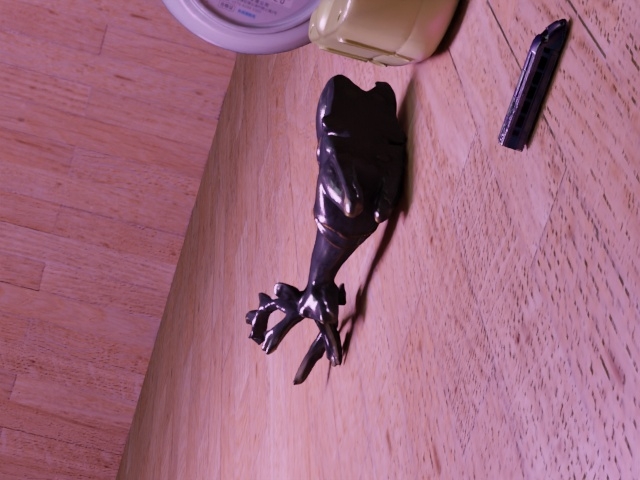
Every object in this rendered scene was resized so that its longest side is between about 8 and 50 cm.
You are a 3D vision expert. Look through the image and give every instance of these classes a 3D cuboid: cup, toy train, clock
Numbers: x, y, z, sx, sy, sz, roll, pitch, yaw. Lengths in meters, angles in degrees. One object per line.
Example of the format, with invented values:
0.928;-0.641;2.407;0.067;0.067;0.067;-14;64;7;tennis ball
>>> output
-0.032;-0.372;2.038;0.356;0.259;0.274;-41;18;12;cup
0.126;-0.094;1.120;0.017;0.017;0.083;-96;23;-65;toy train
0.077;-0.297;1.539;0.235;0.096;0.308;-166;92;-83;clock

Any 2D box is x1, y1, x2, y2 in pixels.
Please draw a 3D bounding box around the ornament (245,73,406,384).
0.000;0.000;1.593;0.202;0.080;0.236;-93;18;-53;ornament
